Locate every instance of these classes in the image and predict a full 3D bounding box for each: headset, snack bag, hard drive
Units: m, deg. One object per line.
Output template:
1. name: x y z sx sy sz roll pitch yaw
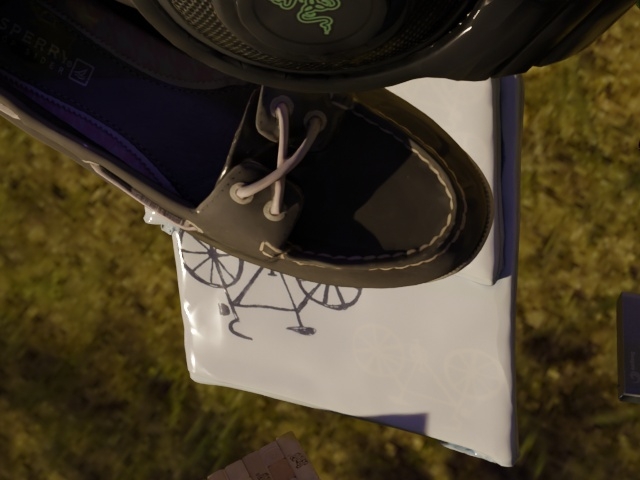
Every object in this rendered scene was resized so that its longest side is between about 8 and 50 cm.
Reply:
1. headset: -0.015 -0.177 0.462 0.185 0.394 0.243 -45 63 48
2. snack bag: 0.000 0.000 1.097 0.323 0.037 0.342 11 120 27
3. hard drive: 0.309 0.094 1.170 0.135 0.094 0.022 7 149 -2

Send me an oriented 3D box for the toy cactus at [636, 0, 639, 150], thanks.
1. toy cactus: 0.303 -0.163 1.000 0.181 0.112 0.218 1 100 -4

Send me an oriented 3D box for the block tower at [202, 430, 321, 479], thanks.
1. block tower: -0.143 0.293 1.207 0.091 0.335 0.097 66 173 -29

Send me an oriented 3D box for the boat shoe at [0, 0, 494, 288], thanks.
1. boat shoe: -0.077 -0.064 0.715 0.335 0.112 0.095 27 -171 14
